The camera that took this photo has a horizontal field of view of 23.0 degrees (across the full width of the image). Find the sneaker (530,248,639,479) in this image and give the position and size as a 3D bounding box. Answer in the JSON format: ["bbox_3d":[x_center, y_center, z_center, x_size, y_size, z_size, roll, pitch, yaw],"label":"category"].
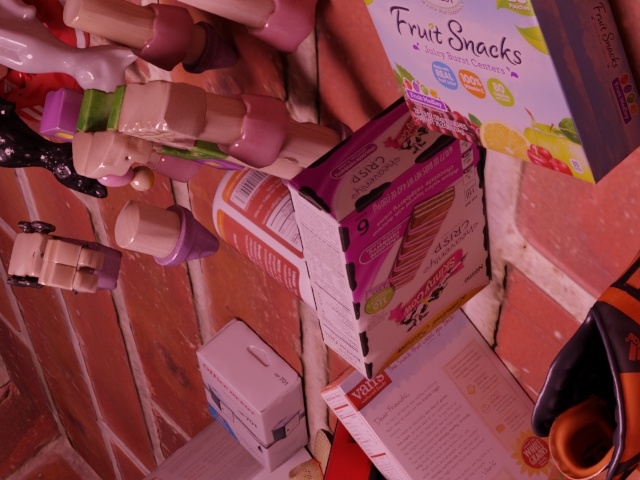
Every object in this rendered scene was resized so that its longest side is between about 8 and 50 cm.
[{"bbox_3d":[0.249,0.139,1.201,0.124,0.180,0.321,30,150,46],"label":"sneaker"}]

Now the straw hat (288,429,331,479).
[{"bbox_3d":[-0.012,0.338,2.188,0.144,0.061,0.144,167,90,-77],"label":"straw hat"}]

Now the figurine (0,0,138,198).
[{"bbox_3d":[-0.329,-0.171,1.884,0.209,0.092,0.215,21,119,3],"label":"figurine"}]

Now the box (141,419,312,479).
[{"bbox_3d":[-0.134,0.420,2.443,0.168,0.215,0.345,57,160,-14],"label":"box"}]

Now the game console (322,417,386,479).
[{"bbox_3d":[0.097,0.340,1.688,0.060,0.386,0.342,-13,121,21],"label":"game console"}]

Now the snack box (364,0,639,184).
[{"bbox_3d":[0.124,-0.148,1.142,0.207,0.070,0.174,24,147,50],"label":"snack box"}]

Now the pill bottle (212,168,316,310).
[{"bbox_3d":[0.000,0.000,1.584,0.216,0.121,0.121,37,155,35],"label":"pill bottle"}]

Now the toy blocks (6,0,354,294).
[{"bbox_3d":[-0.099,-0.078,1.486,0.260,0.309,0.288,15,173,-34],"label":"toy blocks"}]

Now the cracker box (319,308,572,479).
[{"bbox_3d":[0.132,0.191,1.575,0.232,0.155,0.067,53,158,-2],"label":"cracker box"}]

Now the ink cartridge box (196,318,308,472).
[{"bbox_3d":[-0.093,0.219,2.213,0.139,0.082,0.191,41,159,26],"label":"ink cartridge box"}]

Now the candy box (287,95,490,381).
[{"bbox_3d":[0.066,-0.003,1.382,0.071,0.159,0.233,40,158,32],"label":"candy box"}]

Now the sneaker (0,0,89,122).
[{"bbox_3d":[-0.355,-0.227,1.945,0.087,0.128,0.221,35,156,35],"label":"sneaker"}]
